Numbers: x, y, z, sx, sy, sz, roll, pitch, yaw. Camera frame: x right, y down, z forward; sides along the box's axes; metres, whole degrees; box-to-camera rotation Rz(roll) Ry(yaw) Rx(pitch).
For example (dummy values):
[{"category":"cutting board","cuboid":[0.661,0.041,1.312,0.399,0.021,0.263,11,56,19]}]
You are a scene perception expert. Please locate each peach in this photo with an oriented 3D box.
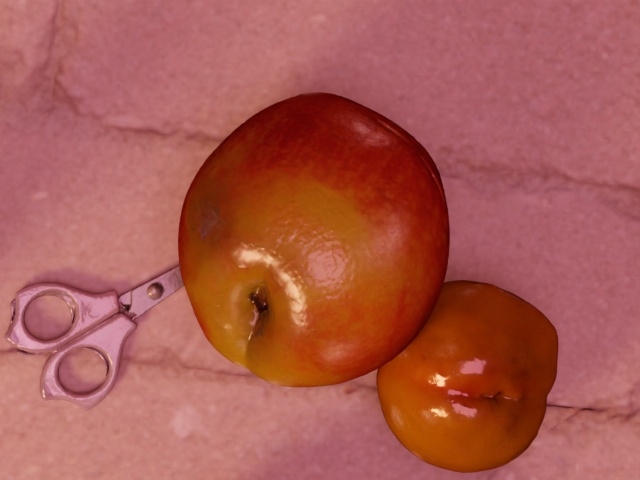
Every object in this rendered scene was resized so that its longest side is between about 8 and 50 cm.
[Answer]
[{"category":"peach","cuboid":[0.000,0.000,1.332,0.192,0.190,0.190,-42,101,-37]},{"category":"peach","cuboid":[0.103,0.097,1.375,0.138,0.138,0.138,-1,95,-9]}]

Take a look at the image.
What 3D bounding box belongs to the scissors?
[{"category":"scissors","cuboid":[-0.132,0.043,1.395,0.189,0.015,0.100,-31,100,-7]}]
